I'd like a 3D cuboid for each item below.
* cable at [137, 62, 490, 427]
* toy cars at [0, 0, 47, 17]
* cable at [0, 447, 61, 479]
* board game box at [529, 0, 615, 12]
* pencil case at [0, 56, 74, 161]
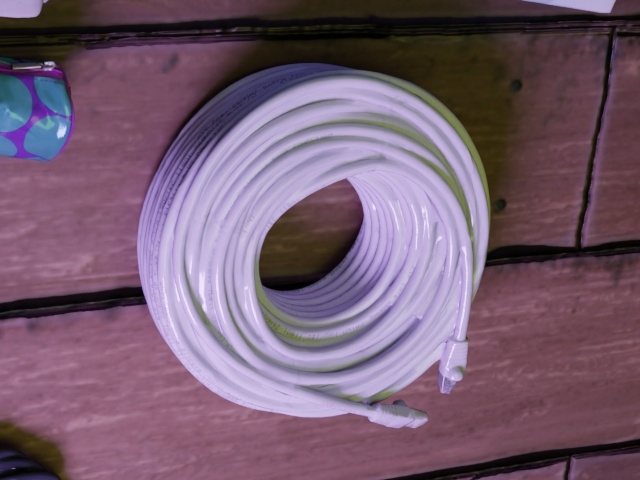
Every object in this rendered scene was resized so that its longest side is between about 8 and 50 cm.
[{"bbox_3d":[0.000,0.000,1.084,0.257,0.089,0.257,8,107,-28],"label":"cable"},{"bbox_3d":[-0.284,-0.224,0.746,0.176,0.087,0.394,-34,124,13],"label":"toy cars"},{"bbox_3d":[-0.248,0.233,1.093,0.150,0.047,0.184,-13,110,-28],"label":"cable"},{"bbox_3d":[0.081,-0.289,0.966,0.336,0.079,0.254,3,124,-27],"label":"board game box"},{"bbox_3d":[-0.229,-0.092,0.945,0.151,0.064,0.070,8,124,-29],"label":"pencil case"}]
